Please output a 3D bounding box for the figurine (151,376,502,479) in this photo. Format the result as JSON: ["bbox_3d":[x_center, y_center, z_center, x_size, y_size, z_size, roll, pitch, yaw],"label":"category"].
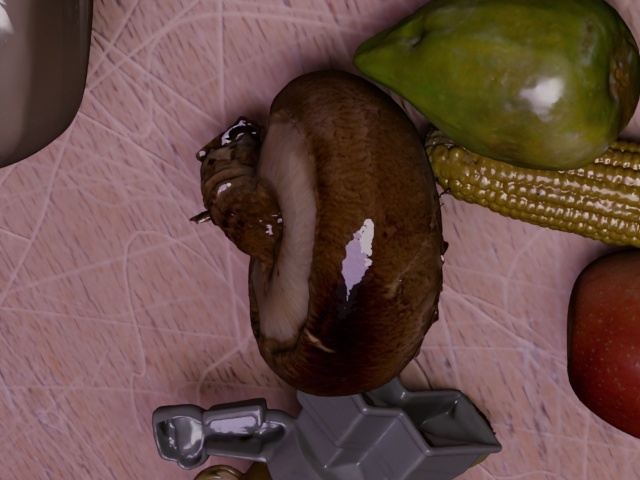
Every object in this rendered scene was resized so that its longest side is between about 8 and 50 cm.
[{"bbox_3d":[0.004,0.241,1.752,0.342,0.167,0.285,41,115,13],"label":"figurine"}]

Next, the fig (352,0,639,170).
[{"bbox_3d":[0.151,-0.153,1.480,0.233,0.167,0.167,28,124,5],"label":"fig"}]

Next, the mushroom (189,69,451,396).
[{"bbox_3d":[0.009,-0.006,1.570,0.278,0.163,0.297,50,140,37],"label":"mushroom"}]

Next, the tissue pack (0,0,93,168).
[{"bbox_3d":[-0.382,-0.214,1.522,0.387,0.277,0.267,9,115,8],"label":"tissue pack"}]

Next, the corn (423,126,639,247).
[{"bbox_3d":[0.217,-0.054,1.562,0.261,0.097,0.097,14,123,9],"label":"corn"}]

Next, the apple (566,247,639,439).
[{"bbox_3d":[0.300,0.093,1.574,0.168,0.181,0.181,7,122,5],"label":"apple"}]
